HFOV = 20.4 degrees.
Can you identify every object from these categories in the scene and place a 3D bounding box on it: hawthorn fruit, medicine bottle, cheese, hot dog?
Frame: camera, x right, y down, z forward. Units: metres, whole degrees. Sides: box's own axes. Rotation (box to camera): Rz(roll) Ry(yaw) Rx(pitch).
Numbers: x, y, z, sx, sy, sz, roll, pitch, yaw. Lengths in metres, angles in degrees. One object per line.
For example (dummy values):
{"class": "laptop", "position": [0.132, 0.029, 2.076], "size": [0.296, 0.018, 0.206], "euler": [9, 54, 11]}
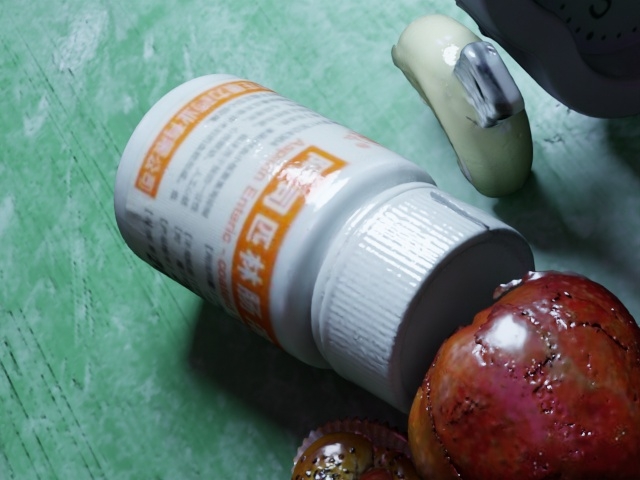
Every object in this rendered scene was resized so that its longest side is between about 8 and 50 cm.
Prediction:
{"class": "hawthorn fruit", "position": [0.131, 0.107, 0.960], "size": [0.148, 0.148, 0.172], "euler": [-44, 65, 5]}
{"class": "medicine bottle", "position": [0.000, 0.000, 1.090], "size": [0.252, 0.144, 0.144], "euler": [29, 83, 35]}
{"class": "cheese", "position": [0.090, -0.088, 1.046], "size": [0.050, 0.235, 0.127], "euler": [-27, 88, -1]}
{"class": "hot dog", "position": [0.021, 0.194, 1.034], "size": [0.099, 0.053, 0.192], "euler": [-14, 58, 29]}

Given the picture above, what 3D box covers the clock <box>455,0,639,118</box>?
{"class": "clock", "position": [0.193, -0.239, 0.981], "size": [0.338, 0.338, 0.102], "euler": [-46, 50, 3]}
